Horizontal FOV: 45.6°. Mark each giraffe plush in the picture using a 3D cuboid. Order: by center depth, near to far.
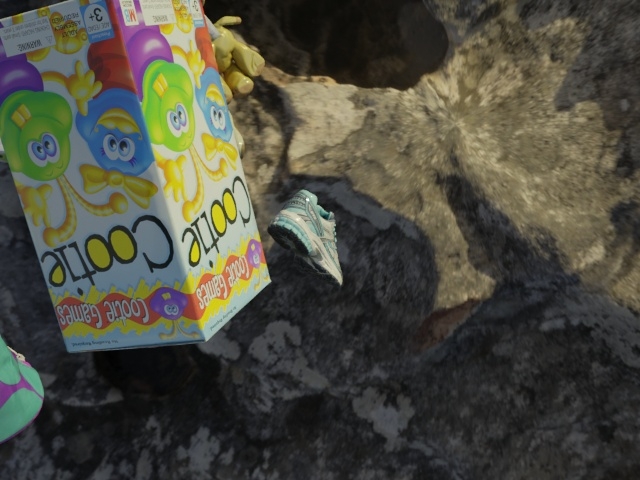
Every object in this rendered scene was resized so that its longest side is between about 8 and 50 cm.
[{"bbox_3d":[-0.262,-0.433,1.810,0.181,0.170,0.210,-34,116,-23],"label":"giraffe plush"}]

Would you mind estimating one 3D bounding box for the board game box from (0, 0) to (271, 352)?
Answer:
[{"bbox_3d":[-0.160,-0.061,0.656,0.142,0.144,0.275,-7,106,21],"label":"board game box"}]

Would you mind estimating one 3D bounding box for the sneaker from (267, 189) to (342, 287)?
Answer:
[{"bbox_3d":[0.000,0.000,1.598,0.110,0.283,0.122,20,69,29],"label":"sneaker"}]

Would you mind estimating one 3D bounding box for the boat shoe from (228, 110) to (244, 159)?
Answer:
[{"bbox_3d":[-0.164,-0.178,1.230,0.045,0.135,0.050,-7,130,-27],"label":"boat shoe"}]

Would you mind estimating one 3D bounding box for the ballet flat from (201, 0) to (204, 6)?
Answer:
[{"bbox_3d":[-0.308,-0.409,1.355,0.073,0.232,0.080,38,148,31],"label":"ballet flat"}]

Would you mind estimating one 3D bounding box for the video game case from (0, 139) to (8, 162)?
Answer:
[{"bbox_3d":[-0.764,-0.322,1.882,0.245,0.061,0.269,8,67,18],"label":"video game case"}]

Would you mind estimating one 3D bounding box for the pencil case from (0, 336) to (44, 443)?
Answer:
[{"bbox_3d":[-0.225,0.053,0.456,0.065,0.070,0.151,4,128,21],"label":"pencil case"}]
